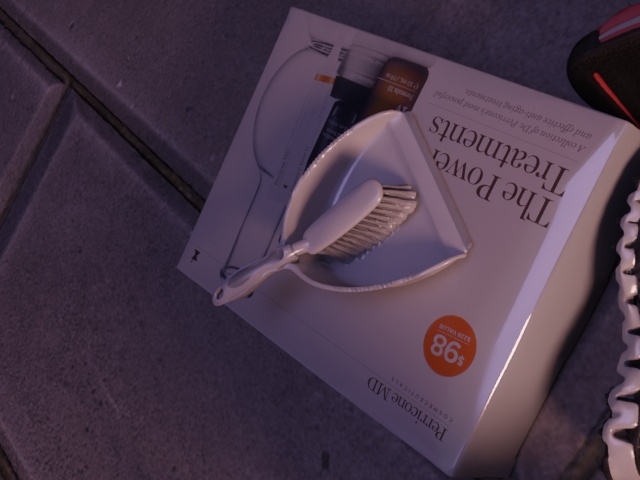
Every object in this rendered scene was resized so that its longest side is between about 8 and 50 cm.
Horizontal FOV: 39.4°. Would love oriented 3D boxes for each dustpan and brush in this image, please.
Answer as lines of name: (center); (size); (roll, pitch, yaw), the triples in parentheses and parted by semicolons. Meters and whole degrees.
dustpan and brush: (0.000, 0.000, 0.716); (0.211, 0.060, 0.147); (-37, 57, 28)

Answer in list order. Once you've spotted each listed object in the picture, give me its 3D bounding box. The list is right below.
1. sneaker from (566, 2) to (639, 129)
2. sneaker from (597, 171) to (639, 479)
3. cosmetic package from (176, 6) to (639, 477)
sneaker: (0.321, -0.162, 0.602); (0.314, 0.116, 0.136); (-15, 38, 45)
sneaker: (0.254, 0.054, 0.600); (0.106, 0.078, 0.234); (3, 83, 39)
cosmetic package: (0.060, -0.019, 0.776); (0.377, 0.097, 0.284); (30, 101, 42)
